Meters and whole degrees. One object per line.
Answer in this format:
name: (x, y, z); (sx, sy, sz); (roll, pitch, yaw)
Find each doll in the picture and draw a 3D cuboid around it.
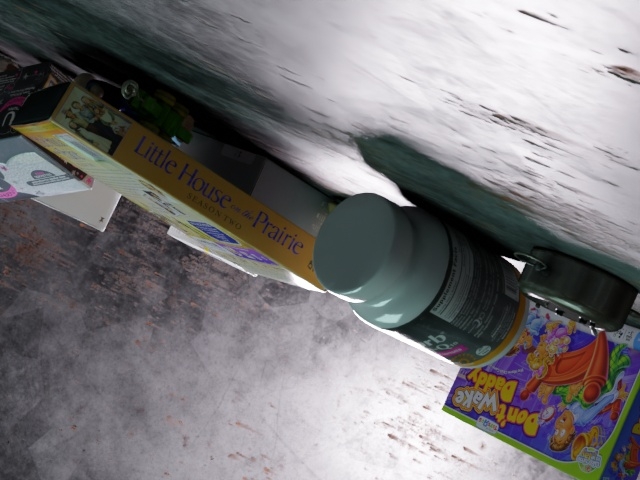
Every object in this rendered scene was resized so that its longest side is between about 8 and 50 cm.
doll: (-0.269, -0.187, 1.541); (0.189, 0.046, 0.129); (23, 175, 22)

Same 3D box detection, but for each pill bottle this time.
pill bottle: (0.129, 0.051, 1.407); (0.278, 0.162, 0.162); (28, 175, -41)

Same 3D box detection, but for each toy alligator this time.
toy alligator: (-0.218, -0.167, 1.399); (0.051, 0.056, 0.190); (25, 174, 24)

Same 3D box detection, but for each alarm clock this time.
alarm clock: (0.278, 0.053, 1.260); (0.192, 0.064, 0.129); (32, 173, -40)

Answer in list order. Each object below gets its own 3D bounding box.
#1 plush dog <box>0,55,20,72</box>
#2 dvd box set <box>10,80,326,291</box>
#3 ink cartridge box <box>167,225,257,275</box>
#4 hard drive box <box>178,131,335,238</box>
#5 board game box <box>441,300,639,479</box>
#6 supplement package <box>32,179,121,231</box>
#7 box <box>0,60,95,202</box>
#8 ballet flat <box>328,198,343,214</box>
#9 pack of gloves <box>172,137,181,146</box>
plush dog: (-0.603, -0.252, 1.952); (0.225, 0.210, 0.262); (50, -177, 17)
dvd box set: (-0.202, -0.070, 1.502); (0.420, 0.062, 0.308); (33, 170, -22)
ink cartridge box: (-0.192, -0.037, 2.307); (0.212, 0.154, 0.093); (23, 174, 36)
hard drive box: (-0.096, -0.069, 1.728); (0.181, 0.089, 0.232); (22, 176, 38)
board game box: (0.363, 0.220, 1.697); (0.078, 0.233, 0.347); (27, 175, -34)
supplement package: (-0.518, -0.165, 2.247); (0.262, 0.204, 0.145); (26, 177, -13)
box: (-0.472, -0.159, 1.727); (0.247, 0.142, 0.163); (-4, 149, 34)
ballet flat: (0.067, -0.010, 1.627); (0.080, 0.073, 0.232); (28, 176, -30)
pack of gloves: (-0.312, -0.201, 1.812); (0.232, 0.046, 0.195); (22, 165, -7)
